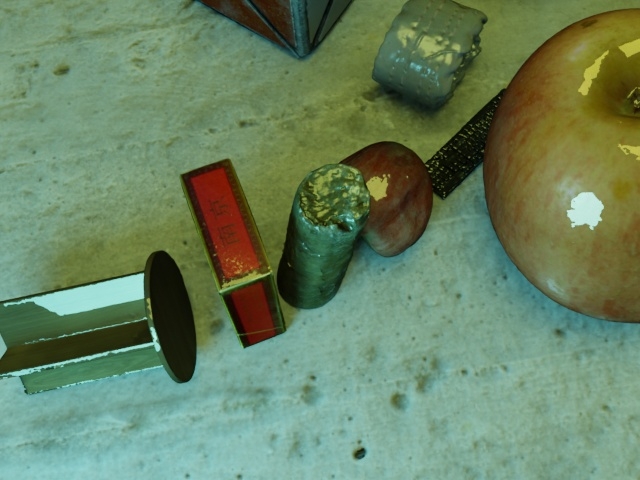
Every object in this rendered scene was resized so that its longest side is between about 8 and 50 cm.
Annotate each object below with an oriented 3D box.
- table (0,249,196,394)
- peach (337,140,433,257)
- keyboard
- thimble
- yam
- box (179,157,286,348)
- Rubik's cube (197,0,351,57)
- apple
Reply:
[{"bbox_3d":[-0.288,0.116,1.068,0.226,0.167,0.167,-12,69,7],"label":"table"},{"bbox_3d":[0.080,-0.061,1.129,0.152,0.152,0.152,-1,69,2],"label":"peach"},{"bbox_3d":[0.220,-0.140,1.213,0.060,0.018,0.195,42,75,19],"label":"keyboard"},{"bbox_3d":[0.155,-0.268,1.206,0.117,0.127,0.151,28,73,10],"label":"thimble"},{"bbox_3d":[0.000,0.000,1.042,0.093,0.259,0.093,3,66,-6],"label":"yam"},{"bbox_3d":[-0.102,0.024,1.039,0.074,0.240,0.153,-24,70,-7],"label":"box"},{"bbox_3d":[-0.058,-0.462,1.223,0.259,0.255,0.260,34,76,12],"label":"Rubik's cube"},{"bbox_3d":[0.374,-0.092,1.024,0.363,0.364,0.364,-1,69,2],"label":"apple"}]
